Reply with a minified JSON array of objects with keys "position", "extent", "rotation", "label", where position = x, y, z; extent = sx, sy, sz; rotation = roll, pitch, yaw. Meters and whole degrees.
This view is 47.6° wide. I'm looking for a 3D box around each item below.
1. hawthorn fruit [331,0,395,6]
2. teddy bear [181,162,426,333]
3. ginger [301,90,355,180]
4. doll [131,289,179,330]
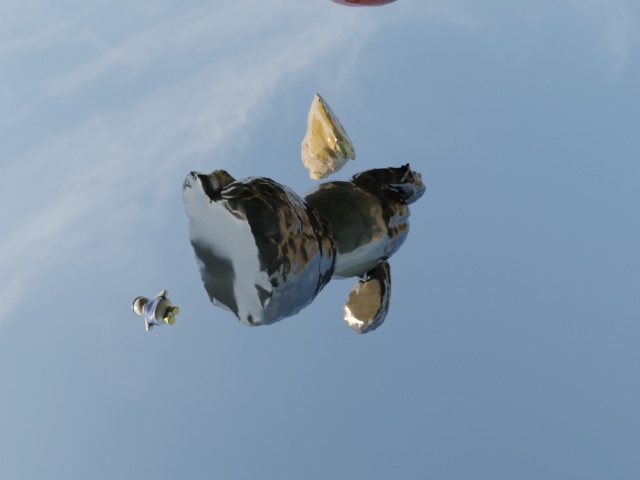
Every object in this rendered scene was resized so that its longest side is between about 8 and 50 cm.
[{"position":[0.038,-0.485,1.143],"extent":[0.272,0.241,0.242],"rotation":[-14,-131,-27],"label":"hawthorn fruit"},{"position":[-0.009,0.014,0.723],"extent":[0.251,0.171,0.144],"rotation":[-4,180,-40],"label":"teddy bear"},{"position":[0.000,-0.217,1.515],"extent":[0.123,0.115,0.193],"rotation":[-40,-135,25],"label":"ginger"},{"position":[-0.373,0.152,1.610],"extent":[0.143,0.058,0.098],"rotation":[8,-110,37],"label":"doll"}]
